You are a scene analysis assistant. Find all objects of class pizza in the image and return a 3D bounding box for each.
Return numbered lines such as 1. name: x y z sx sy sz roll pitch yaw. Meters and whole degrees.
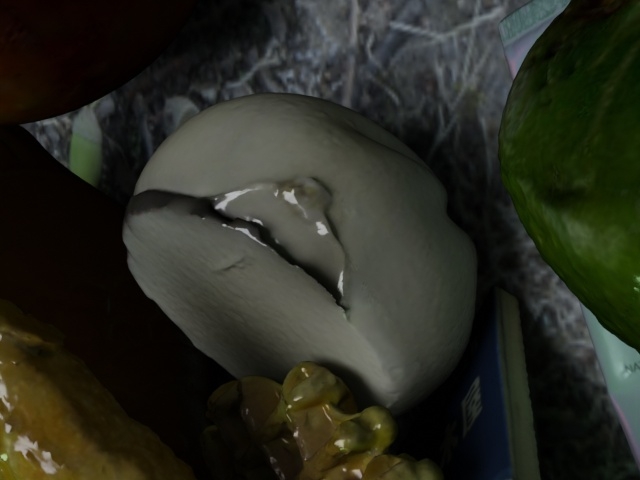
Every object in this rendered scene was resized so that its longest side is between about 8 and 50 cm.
1. pizza: -0.133 0.194 0.657 0.287 0.075 0.280 -37 95 36

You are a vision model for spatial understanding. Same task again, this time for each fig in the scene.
1. fig: 0.196 -0.010 0.476 0.235 0.203 0.203 42 142 -24

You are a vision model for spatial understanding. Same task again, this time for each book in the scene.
1. book: 0.040 0.197 0.608 0.322 0.018 0.228 -87 19 -56

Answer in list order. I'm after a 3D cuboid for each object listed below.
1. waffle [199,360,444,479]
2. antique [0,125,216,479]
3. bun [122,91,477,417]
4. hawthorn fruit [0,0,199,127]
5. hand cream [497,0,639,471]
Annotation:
1. waffle: 0.000 0.141 0.668 0.160 0.046 0.192 29 131 47
2. antique: -0.160 0.068 0.792 0.278 0.223 0.129 52 129 14
3. bun: 0.000 0.000 0.685 0.172 0.120 0.173 29 152 17
4. hawthorn fruit: -0.166 -0.187 0.723 0.300 0.267 0.268 4 101 37
5. hand cream: 0.143 0.016 0.606 0.079 0.050 0.275 -19 79 19
